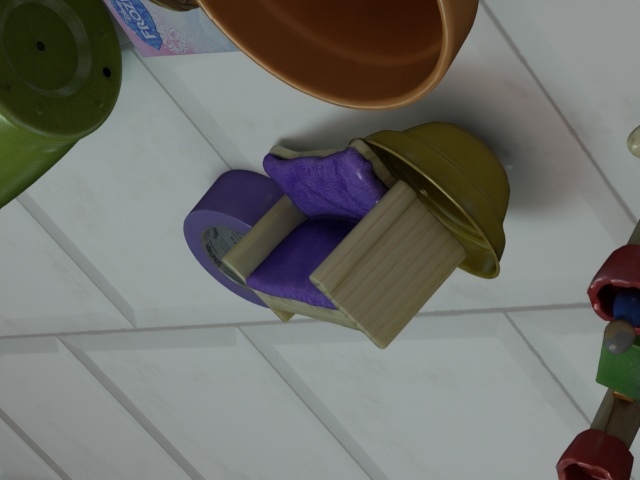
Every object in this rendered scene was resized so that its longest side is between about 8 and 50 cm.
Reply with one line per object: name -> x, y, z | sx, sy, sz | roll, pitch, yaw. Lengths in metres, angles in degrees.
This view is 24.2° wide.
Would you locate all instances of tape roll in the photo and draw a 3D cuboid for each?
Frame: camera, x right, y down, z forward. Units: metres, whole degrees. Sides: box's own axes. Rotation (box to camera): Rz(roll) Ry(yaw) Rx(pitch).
tape roll -> -0.085, 0.000, 1.993 | 0.189, 0.080, 0.189 | 26, 148, 18

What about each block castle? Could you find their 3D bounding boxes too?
block castle -> 0.419, 0.177, 1.560 | 0.303, 0.213, 0.453 | 22, 148, 18

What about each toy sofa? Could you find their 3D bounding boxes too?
toy sofa -> 0.000, 0.000, 1.724 | 0.177, 0.150, 0.362 | 46, 168, -16

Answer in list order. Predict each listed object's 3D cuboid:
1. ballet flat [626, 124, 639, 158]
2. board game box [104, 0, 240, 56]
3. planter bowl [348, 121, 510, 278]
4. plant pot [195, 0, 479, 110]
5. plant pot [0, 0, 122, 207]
ballet flat -> 0.368, -0.087, 1.399 | 0.173, 0.049, 0.057 | 5, 138, 32
board game box -> -0.156, -0.340, 1.592 | 0.318, 0.066, 0.318 | 3, 137, 45
planter bowl -> 0.139, -0.064, 1.627 | 0.217, 0.090, 0.217 | 41, 168, 10
plant pot -> 0.034, -0.290, 1.323 | 0.291, 0.203, 0.291 | 26, 149, 17
plant pot -> -0.445, -0.193, 1.870 | 0.353, 0.366, 0.366 | -16, 123, 41
